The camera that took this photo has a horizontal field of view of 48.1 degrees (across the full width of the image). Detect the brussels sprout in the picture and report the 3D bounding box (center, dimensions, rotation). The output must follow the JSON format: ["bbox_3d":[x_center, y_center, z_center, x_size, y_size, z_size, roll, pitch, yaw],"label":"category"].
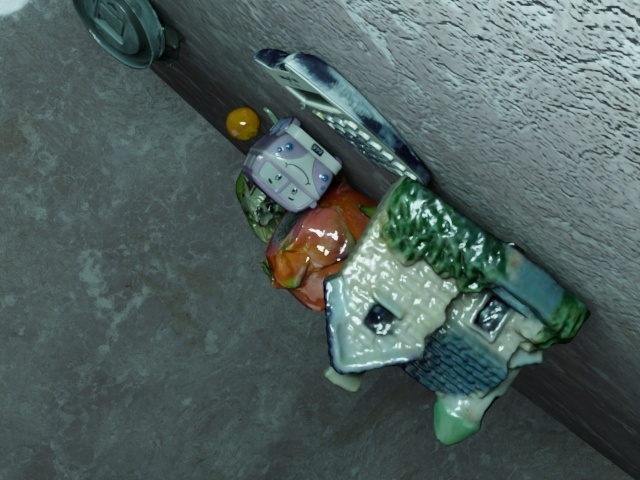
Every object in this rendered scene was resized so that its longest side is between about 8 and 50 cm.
[{"bbox_3d":[-0.118,-0.099,1.982,0.219,0.210,0.271,60,-160,-65],"label":"brussels sprout"}]

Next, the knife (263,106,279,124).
[{"bbox_3d":[-0.076,-0.233,1.568,0.030,0.014,0.207,39,176,31],"label":"knife"}]

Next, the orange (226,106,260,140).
[{"bbox_3d":[-0.181,-0.274,1.691,0.083,0.083,0.083,41,178,2],"label":"orange"}]

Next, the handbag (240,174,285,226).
[{"bbox_3d":[-0.127,-0.144,1.783,0.127,0.213,0.235,21,-174,-26],"label":"handbag"}]

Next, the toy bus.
[{"bbox_3d":[-0.058,-0.140,1.368,0.142,0.142,0.202,42,177,-16],"label":"toy bus"}]

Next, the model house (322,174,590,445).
[{"bbox_3d":[0.144,0.110,0.954,0.298,0.284,0.243,36,-176,0],"label":"model house"}]

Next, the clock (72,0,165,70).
[{"bbox_3d":[-0.411,-0.453,1.456,0.226,0.049,0.226,31,151,19],"label":"clock"}]

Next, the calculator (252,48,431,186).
[{"bbox_3d":[0.037,-0.150,0.910,0.268,0.040,0.177,41,178,-29],"label":"calculator"}]

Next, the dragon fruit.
[{"bbox_3d":[0.000,0.000,1.477,0.189,0.291,0.290,41,178,-13],"label":"dragon fruit"}]

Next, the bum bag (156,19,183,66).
[{"bbox_3d":[-0.411,-0.478,1.561,0.326,0.080,0.142,40,167,25],"label":"bum bag"}]
